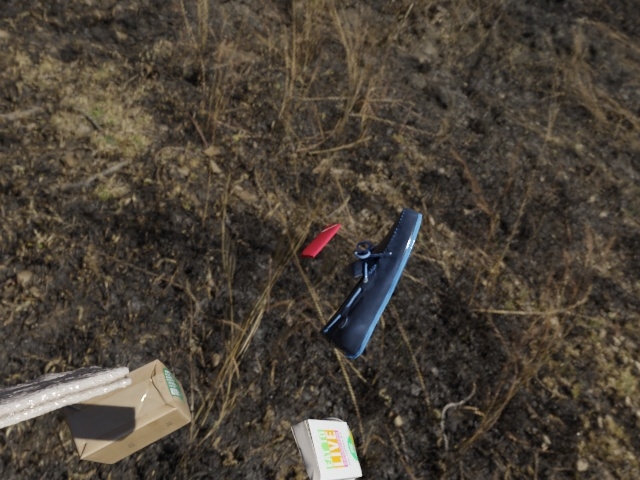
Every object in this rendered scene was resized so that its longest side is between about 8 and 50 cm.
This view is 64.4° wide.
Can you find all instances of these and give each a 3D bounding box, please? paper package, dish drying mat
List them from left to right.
[{"bbox_3d":[-0.582,0.539,1.583,0.309,0.325,0.168,-25,68,-16],"label":"paper package"},{"bbox_3d":[0.000,0.000,0.803,0.083,0.032,0.008,-47,122,-38],"label":"dish drying mat"}]

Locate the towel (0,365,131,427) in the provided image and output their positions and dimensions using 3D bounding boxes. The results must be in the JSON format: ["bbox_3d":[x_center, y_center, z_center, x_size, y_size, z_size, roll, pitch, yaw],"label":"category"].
[{"bbox_3d":[-0.528,0.292,0.972,0.282,0.187,0.049,-7,87,-54],"label":"towel"}]

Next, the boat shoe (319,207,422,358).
[{"bbox_3d":[0.077,0.060,0.810,0.089,0.258,0.109,26,-2,10],"label":"boat shoe"}]

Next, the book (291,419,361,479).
[{"bbox_3d":[0.015,0.361,0.871,0.144,0.035,0.096,32,32,-54],"label":"book"}]

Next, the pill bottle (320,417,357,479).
[{"bbox_3d":[0.048,0.848,2.003,0.187,0.188,0.334,28,1,-3],"label":"pill bottle"}]
